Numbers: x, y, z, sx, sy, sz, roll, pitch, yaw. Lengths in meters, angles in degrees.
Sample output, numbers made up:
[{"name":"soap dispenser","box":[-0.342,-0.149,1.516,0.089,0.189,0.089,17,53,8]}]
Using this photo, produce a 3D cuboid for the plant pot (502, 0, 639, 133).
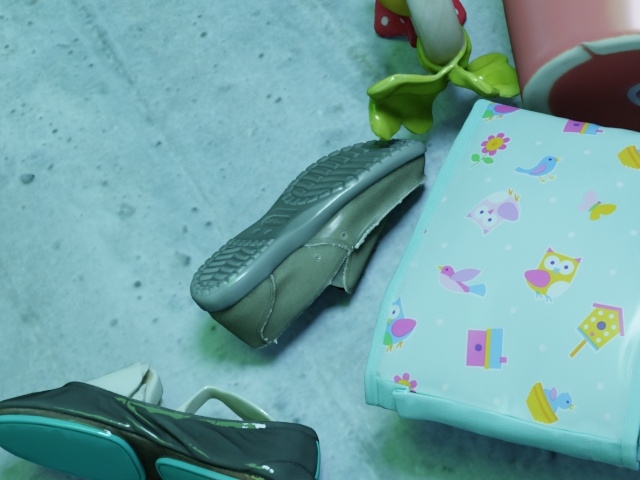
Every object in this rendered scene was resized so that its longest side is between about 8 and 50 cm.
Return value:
[{"name":"plant pot","box":[0.264,-0.218,1.209,0.275,0.275,0.243,-5,65,18]}]

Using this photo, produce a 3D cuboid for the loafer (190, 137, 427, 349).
[{"name":"loafer","box":[0.000,0.000,1.263,0.251,0.087,0.094,-39,25,-22]}]

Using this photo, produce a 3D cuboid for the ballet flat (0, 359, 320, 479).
[{"name":"ballet flat","box":[-0.127,0.157,1.192,0.280,0.095,0.096,14,52,17]}]

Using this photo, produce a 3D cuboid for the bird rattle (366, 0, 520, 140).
[{"name":"bird rattle","box":[0.095,-0.220,1.290,0.143,0.207,0.253,-12,49,9]}]

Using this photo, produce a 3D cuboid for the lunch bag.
[{"name":"lunch bag","box":[0.176,0.044,1.107,0.223,0.160,0.262,12,56,27]}]
